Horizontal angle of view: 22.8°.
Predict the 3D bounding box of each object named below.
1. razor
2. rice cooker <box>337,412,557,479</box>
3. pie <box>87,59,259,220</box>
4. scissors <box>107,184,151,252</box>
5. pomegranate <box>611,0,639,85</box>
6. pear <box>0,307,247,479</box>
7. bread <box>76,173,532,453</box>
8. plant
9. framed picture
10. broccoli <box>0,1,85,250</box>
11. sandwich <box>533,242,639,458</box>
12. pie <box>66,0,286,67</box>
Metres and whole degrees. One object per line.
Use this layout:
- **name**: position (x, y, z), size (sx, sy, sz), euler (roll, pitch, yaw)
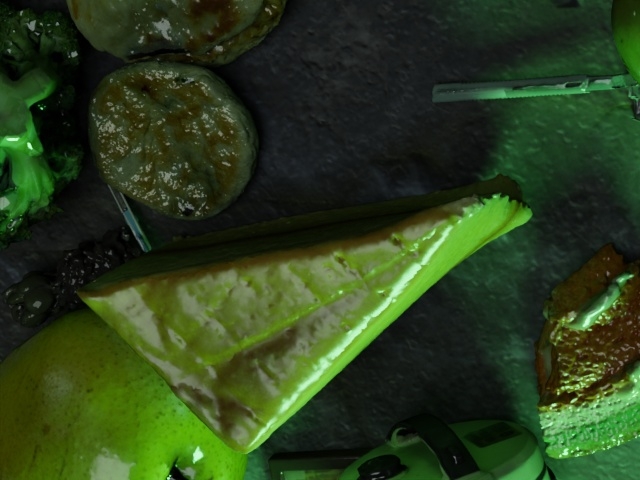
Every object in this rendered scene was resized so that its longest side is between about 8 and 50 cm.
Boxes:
- **razor**: position (0.207, -0.147, 1.520), size (0.211, 0.036, 0.084), euler (-3, 102, 20)
- **rice cooker**: position (0.134, 0.290, 1.578), size (0.226, 0.226, 0.244), euler (-15, 101, 23)
- **pie**: position (-0.153, -0.106, 1.641), size (0.187, 0.041, 0.186), euler (6, 122, 10)
- **scissors**: position (-0.201, -0.019, 1.704), size (0.014, 0.058, 0.119), euler (-28, 81, -3)
- **pomegranate**: position (0.320, -0.221, 1.394), size (0.224, 0.181, 0.181), euler (48, 116, 23)
- **pear**: position (-0.208, 0.207, 1.642), size (0.294, 0.294, 0.294), euler (5, 107, 18)
- **bread**: position (0.000, 0.000, 1.536), size (0.245, 0.233, 0.362), euler (47, 111, 4)
- **plant**: position (-0.271, 0.046, 1.728), size (0.174, 0.087, 0.085), euler (-25, 53, 21)
- **framed picture**: position (0.019, 0.310, 1.724), size (0.128, 0.023, 0.168), euler (-6, 103, 21)
- **broccoli**: position (-0.360, -0.113, 1.622), size (0.265, 0.294, 0.245), euler (26, 156, -20)
- **sandwich**: position (0.262, 0.116, 1.535), size (0.185, 0.109, 0.160), euler (-36, 93, 24)
- **pie**: position (-0.148, -0.263, 1.587), size (0.248, 0.090, 0.201), euler (-14, 103, 26)
